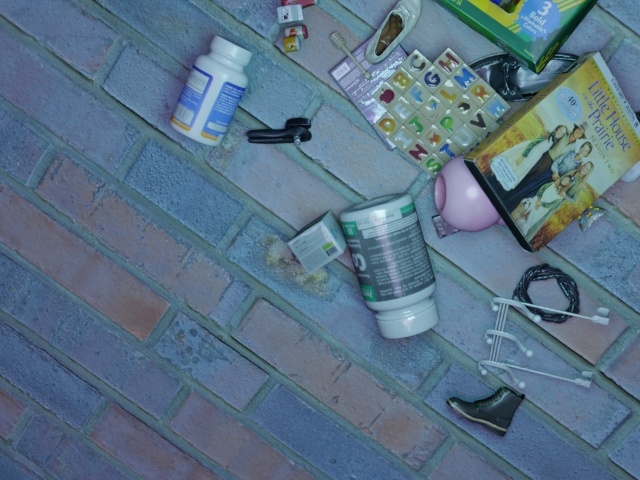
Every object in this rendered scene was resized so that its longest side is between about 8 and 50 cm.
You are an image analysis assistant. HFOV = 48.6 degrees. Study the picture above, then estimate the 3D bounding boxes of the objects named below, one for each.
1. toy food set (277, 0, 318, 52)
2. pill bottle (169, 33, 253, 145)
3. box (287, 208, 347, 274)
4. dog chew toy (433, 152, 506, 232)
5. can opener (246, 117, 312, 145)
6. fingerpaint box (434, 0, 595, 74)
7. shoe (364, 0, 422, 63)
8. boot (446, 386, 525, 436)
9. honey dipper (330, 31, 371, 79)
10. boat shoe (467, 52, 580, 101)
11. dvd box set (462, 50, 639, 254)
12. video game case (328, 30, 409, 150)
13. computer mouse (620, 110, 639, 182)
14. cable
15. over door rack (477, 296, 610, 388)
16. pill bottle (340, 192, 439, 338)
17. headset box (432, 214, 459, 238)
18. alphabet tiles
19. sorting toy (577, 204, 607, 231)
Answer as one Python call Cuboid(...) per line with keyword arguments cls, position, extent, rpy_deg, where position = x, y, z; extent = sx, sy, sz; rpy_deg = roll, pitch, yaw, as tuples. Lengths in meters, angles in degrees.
Cuboid(cls="toy food set", position=(-0.054, -0.615, 1.855), extent=(0.105, 0.111, 0.232), rpy_deg=(-8, 98, 9))
Cuboid(cls="pill bottle", position=(-0.287, -0.405, 1.908), extent=(0.152, 0.152, 0.272), rpy_deg=(27, 103, 1))
Cuboid(cls="box", position=(0.000, 0.000, 1.929), extent=(0.114, 0.203, 0.103), rpy_deg=(-33, 95, 14))
Cuboid(cls="dog chew toy", position=(0.472, -0.126, 1.853), extent=(0.332, 0.206, 0.206), rpy_deg=(-2, 102, -8))
Cuboid(cls="can opener", position=(-0.114, -0.291, 1.966), extent=(0.186, 0.073, 0.059), rpy_deg=(-7, 139, 11))
Cuboid(cls="fingerpaint box", position=(0.461, -0.686, 1.699), extent=(0.445, 0.163, 0.371), rpy_deg=(41, 104, 13))
Cuboid(cls="shoe", position=(0.196, -0.553, 1.845), extent=(0.077, 0.058, 0.219), rpy_deg=(36, 87, -6))
Cuboid(cls="boot", position=(0.475, 0.461, 2.040), extent=(0.198, 0.077, 0.137), rpy_deg=(26, 99, -12))
Cuboid(cls="honey dipper", position=(0.081, -0.487, 1.879), extent=(0.030, 0.030, 0.160), rpy_deg=(-39, 73, 13))
Cuboid(cls="boat shoe", position=(0.518, -0.422, 1.825), extent=(0.340, 0.113, 0.127), rpy_deg=(1, 102, 7))
Cuboid(cls="dvd box set", position=(0.591, -0.213, 1.745), extent=(0.420, 0.062, 0.307), rpy_deg=(-40, 109, -7))
Cuboid(cls="video game case", position=(0.182, -0.409, 1.915), extent=(0.196, 0.026, 0.274), rpy_deg=(-38, 96, 12))
Cuboid(cls="computer mouse", position=(0.845, -0.242, 1.858), extent=(0.106, 0.042, 0.192), rpy_deg=(19, 103, 2))
Cuboid(cls="cable", position=(0.637, 0.150, 1.968), extent=(0.185, 0.047, 0.150), rpy_deg=(27, 98, 4))
Cuboid(cls="over door rack", position=(0.611, 0.288, 1.936), extent=(0.324, 0.108, 0.239), rpy_deg=(6, 118, 6))
Cuboid(cls="pill bottle", position=(0.195, 0.067, 1.918), extent=(0.204, 0.204, 0.360), rpy_deg=(-15, 99, 10))
Cuboid(cls="headset box", position=(0.358, -0.050, 1.962), extent=(0.083, 0.032, 0.062), rpy_deg=(-21, 99, 10))
Cuboid(cls="alphabet tiles", position=(0.316, -0.327, 1.864), extent=(0.342, 0.011, 0.285), rpy_deg=(39, 119, -13))
Cuboid(cls="sorting toy", position=(0.726, -0.060, 1.893), extent=(0.045, 0.075, 0.083), rpy_deg=(45, 103, -3))
